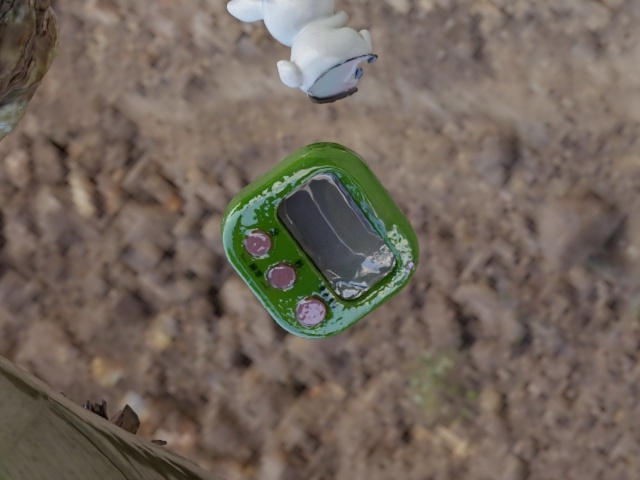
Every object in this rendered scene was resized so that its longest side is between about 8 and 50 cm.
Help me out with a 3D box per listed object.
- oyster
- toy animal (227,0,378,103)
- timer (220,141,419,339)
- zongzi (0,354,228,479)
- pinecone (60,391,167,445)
[{"bbox_3d":[-0.224,-0.142,1.242,0.100,0.275,0.271,16,-167,-3],"label":"oyster"},{"bbox_3d":[-0.015,-0.175,1.555,0.124,0.085,0.071,61,170,17],"label":"toy animal"},{"bbox_3d":[0.000,0.000,1.436,0.140,0.128,0.047,53,-176,-24],"label":"timer"},{"bbox_3d":[-0.135,0.140,1.204,0.500,0.218,0.467,-8,-105,-61],"label":"zongzi"},{"bbox_3d":[-0.215,0.208,1.425,0.221,0.221,0.221,36,169,8],"label":"pinecone"}]
